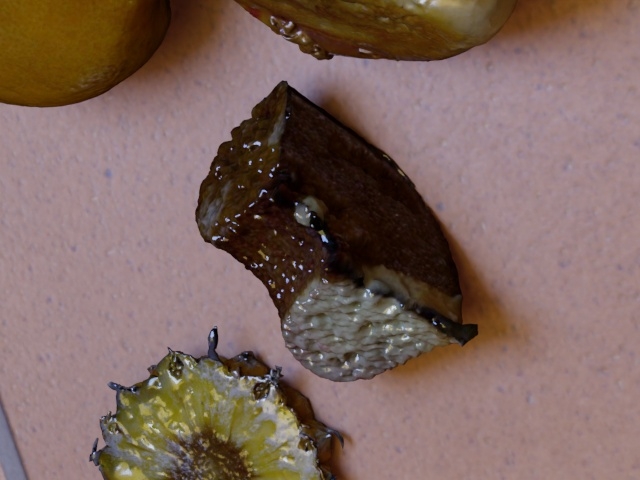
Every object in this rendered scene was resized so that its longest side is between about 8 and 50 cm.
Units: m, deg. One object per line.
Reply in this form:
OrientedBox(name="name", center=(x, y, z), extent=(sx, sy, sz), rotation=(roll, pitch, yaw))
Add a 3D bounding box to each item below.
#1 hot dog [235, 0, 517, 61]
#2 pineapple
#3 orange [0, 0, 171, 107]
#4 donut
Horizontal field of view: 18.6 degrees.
OrientedBox(name="hot dog", center=(0.015, -0.202, 1.273), extent=(0.257, 0.153, 0.150), rotation=(21, 82, 9))
OrientedBox(name="pineapple", center=(-0.077, 0.168, 1.475), extent=(0.221, 0.047, 0.221), rotation=(6, 105, 21))
OrientedBox(name="orange", center=(-0.203, -0.215, 1.345), extent=(0.249, 0.183, 0.249), rotation=(12, 109, 37))
OrientedBox(name="donut", center=(0.008, 0.004, 1.358), extent=(0.186, 0.144, 0.126), rotation=(37, 127, -20))
